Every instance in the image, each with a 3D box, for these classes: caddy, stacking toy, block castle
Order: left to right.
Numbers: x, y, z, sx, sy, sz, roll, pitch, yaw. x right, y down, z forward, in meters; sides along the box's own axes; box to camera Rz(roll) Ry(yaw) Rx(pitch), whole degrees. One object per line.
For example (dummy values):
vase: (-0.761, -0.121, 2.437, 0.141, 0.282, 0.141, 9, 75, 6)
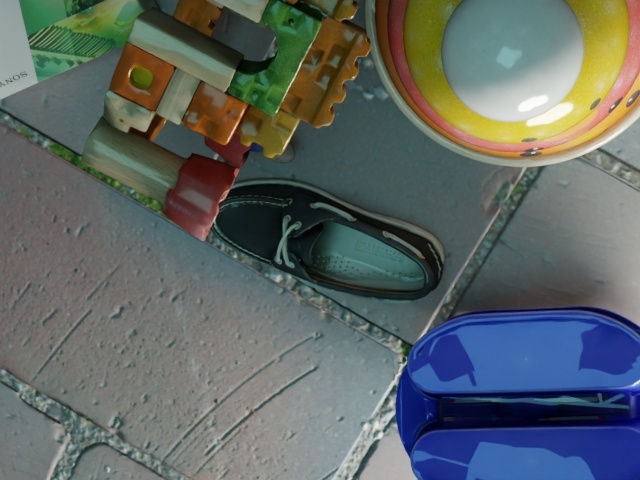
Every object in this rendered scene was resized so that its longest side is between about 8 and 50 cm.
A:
block castle: (-0.050, -0.245, 1.286, 0.213, 0.303, 0.453, 27, 115, -5)
stacking toy: (0.180, -0.197, 1.177, 0.351, 0.480, 0.350, 4, 107, 12)
caddy: (0.251, 0.197, 1.448, 0.341, 0.179, 0.241, -3, 82, 13)

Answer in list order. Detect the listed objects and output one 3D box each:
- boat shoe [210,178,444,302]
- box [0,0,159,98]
boat shoe: (0.000, 0.000, 1.483, 0.302, 0.091, 0.114, 10, 108, 9)
box: (-0.365, -0.329, 1.407, 0.232, 0.058, 0.322, -20, 131, 18)
